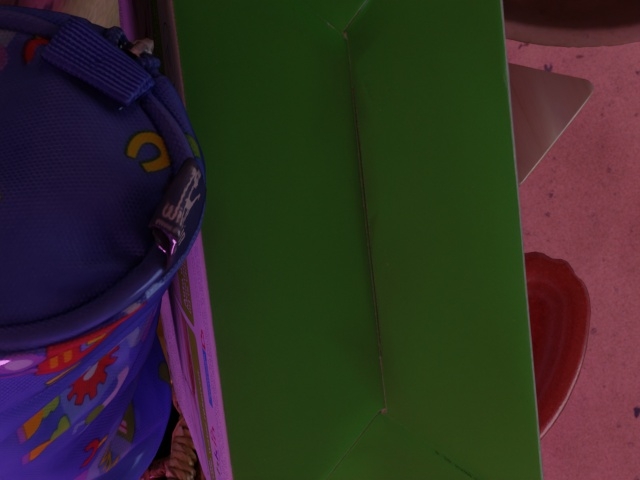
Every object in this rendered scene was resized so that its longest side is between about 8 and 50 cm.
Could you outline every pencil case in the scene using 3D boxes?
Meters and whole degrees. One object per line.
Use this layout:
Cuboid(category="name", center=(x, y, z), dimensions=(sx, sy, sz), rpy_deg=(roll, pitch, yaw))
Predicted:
Cuboid(category="pencil case", center=(-0.108, 0.020, 0.668), dimensions=(0.133, 0.119, 0.306), rpy_deg=(-45, 171, -18))

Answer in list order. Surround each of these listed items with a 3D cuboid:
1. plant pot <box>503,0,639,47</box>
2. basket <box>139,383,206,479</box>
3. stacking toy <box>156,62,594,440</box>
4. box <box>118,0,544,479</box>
Cuboid(category="plant pot", center=(0.152, -0.332, 1.112), dimensions=(0.305, 0.334, 0.333), rpy_deg=(-86, -166, -59))
Cuboid(category="basket", center=(-0.123, 0.208, 1.381), dimensions=(0.299, 0.223, 0.213), rpy_deg=(-29, -105, 62))
Cuboid(category="stacking toy", center=(0.000, 0.000, 1.080), dimensions=(0.130, 0.309, 0.279), rpy_deg=(127, -18, -68))
Cuboid(category="box", center=(-0.009, -0.029, 0.764), dimensions=(0.231, 0.127, 0.261), rpy_deg=(-129, -149, -74))
